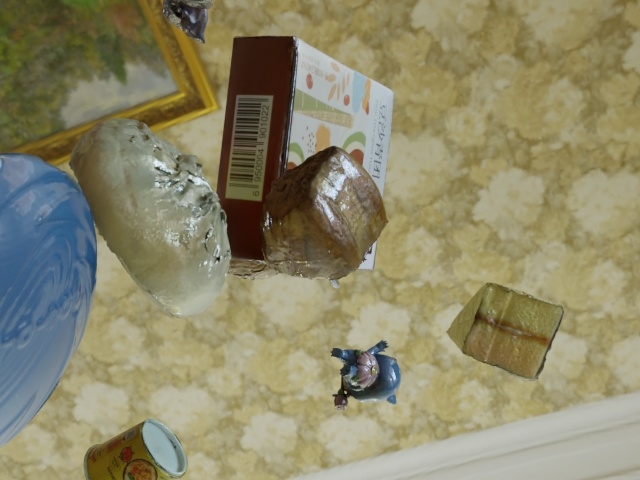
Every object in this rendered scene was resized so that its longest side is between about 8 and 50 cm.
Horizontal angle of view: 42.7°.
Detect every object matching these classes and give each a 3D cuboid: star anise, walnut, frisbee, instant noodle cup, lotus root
[{"bbox_3d":[-0.228,-0.411,1.267,0.073,0.197,0.212,-30,174,-17],"label":"star anise"},{"bbox_3d":[-0.174,0.007,2.115,0.245,0.198,0.198,8,-142,33],"label":"walnut"},{"bbox_3d":[-0.272,0.071,0.687,0.049,0.289,0.289,19,-139,20],"label":"frisbee"},{"bbox_3d":[-0.371,0.462,1.686,0.144,0.182,0.182,-37,-157,12],"label":"instant noodle cup"},{"bbox_3d":[0.002,-0.021,0.935,0.159,0.135,0.095,-28,-139,-2],"label":"lotus root"}]

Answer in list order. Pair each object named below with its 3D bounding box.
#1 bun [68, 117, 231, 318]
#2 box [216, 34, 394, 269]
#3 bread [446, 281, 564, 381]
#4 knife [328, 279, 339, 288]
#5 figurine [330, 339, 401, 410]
[{"bbox_3d":[-0.204,-0.037,1.089,0.146,0.287,0.287,-29,-155,4],"label":"bun"},{"bbox_3d":[-0.017,-0.130,1.399,0.122,0.344,0.385,7,180,27],"label":"box"},{"bbox_3d":[0.370,0.166,1.698,0.167,0.163,0.264,20,-176,-3],"label":"bread"},{"bbox_3d":[0.000,-0.001,1.877,0.027,0.343,0.061,-15,-139,7],"label":"knife"},{"bbox_3d":[0.072,0.263,1.601,0.144,0.178,0.114,-27,-126,24],"label":"figurine"}]
